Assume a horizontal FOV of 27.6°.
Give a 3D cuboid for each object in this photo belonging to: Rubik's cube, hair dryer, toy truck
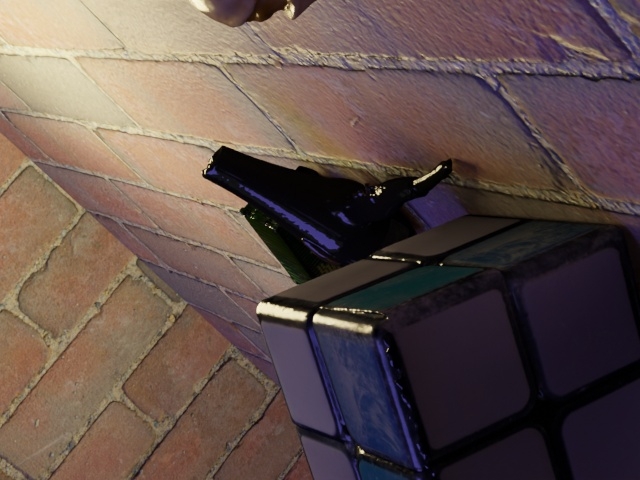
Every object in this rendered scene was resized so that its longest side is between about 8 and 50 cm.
[{"bbox_3d":[0.160,0.164,1.429,0.318,0.313,0.316,7,117,64],"label":"Rubik's cube"},{"bbox_3d":[0.042,-0.070,1.613,0.304,0.120,0.359,29,157,-19],"label":"hair dryer"},{"bbox_3d":[0.000,0.000,1.890,0.088,0.121,0.259,27,162,40],"label":"toy truck"}]

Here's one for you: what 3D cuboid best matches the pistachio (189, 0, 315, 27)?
[{"bbox_3d":[-0.059,-0.266,1.160,0.157,0.157,0.229,39,172,-3],"label":"pistachio"}]
